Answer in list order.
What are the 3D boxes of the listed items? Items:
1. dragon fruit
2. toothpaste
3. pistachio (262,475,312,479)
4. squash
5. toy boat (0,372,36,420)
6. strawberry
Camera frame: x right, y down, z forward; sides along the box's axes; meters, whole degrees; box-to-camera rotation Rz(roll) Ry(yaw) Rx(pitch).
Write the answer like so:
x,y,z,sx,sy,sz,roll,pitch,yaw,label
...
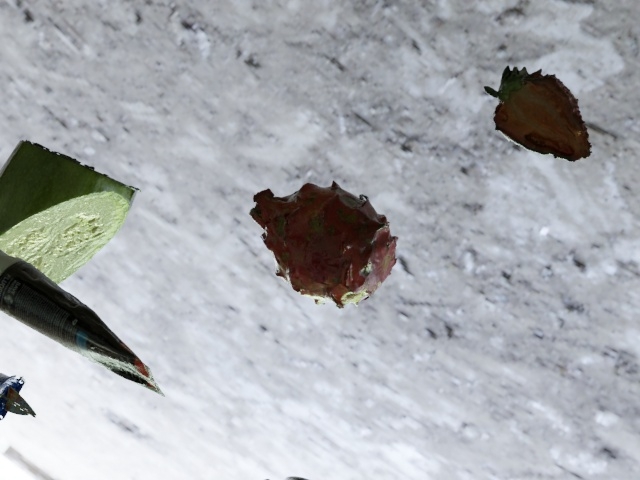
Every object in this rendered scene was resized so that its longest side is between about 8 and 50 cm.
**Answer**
x,y,z,sx,sy,sz,roll,pitch,yaw,label
0.000,0.000,1.748,0.268,0.205,0.210,27,-179,5,dragon fruit
-0.205,0.066,0.825,0.193,0.045,0.071,29,158,18,toothpaste
-0.032,0.312,1.079,0.124,0.124,0.185,36,165,1,pistachio
-0.376,0.010,1.368,0.189,0.261,0.189,24,176,2,squash
-0.544,0.280,1.792,0.110,0.091,0.175,27,165,4,toy boat
0.369,-0.216,1.693,0.192,0.085,0.140,14,120,27,strawberry
